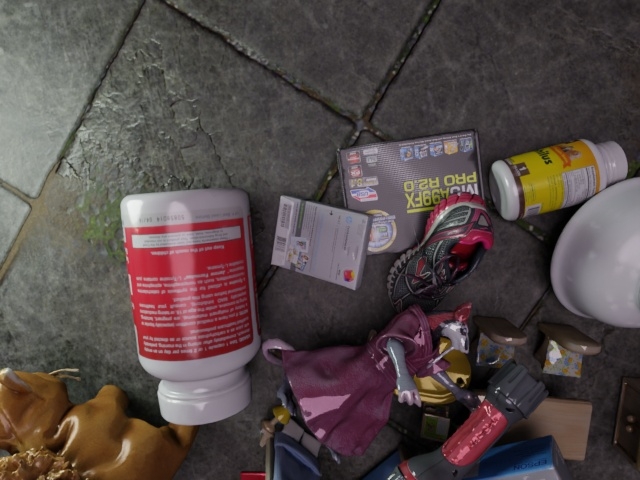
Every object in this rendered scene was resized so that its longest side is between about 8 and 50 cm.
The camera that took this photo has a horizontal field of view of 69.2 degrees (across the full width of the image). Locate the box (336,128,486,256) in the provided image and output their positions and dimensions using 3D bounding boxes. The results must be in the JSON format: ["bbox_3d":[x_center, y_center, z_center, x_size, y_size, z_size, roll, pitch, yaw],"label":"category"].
[{"bbox_3d":[0.178,-0.090,0.907,0.270,0.060,0.216,-7,96,4],"label":"box"}]

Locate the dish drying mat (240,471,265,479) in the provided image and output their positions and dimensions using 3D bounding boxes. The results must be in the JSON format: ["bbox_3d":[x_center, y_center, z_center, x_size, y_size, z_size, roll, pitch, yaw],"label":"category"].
[{"bbox_3d":[-0.134,0.527,1.023,0.083,0.008,0.032,-1,96,4],"label":"dish drying mat"}]

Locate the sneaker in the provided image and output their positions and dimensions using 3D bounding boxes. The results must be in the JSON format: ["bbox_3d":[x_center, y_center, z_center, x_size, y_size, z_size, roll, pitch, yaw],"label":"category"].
[{"bbox_3d":[0.209,0.055,0.849,0.120,0.112,0.299,9,131,-11],"label":"sneaker"}]

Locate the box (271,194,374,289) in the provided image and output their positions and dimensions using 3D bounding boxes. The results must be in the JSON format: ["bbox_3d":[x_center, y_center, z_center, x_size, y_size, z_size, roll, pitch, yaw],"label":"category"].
[{"bbox_3d":[0.000,0.000,0.901,0.186,0.038,0.145,15,105,24],"label":"box"}]

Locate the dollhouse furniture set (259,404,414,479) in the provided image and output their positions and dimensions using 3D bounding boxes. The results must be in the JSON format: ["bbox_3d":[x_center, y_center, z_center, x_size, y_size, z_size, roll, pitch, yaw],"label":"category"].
[{"bbox_3d":[0.036,0.454,0.865,0.198,0.286,0.303,-44,104,7],"label":"dollhouse furniture set"}]

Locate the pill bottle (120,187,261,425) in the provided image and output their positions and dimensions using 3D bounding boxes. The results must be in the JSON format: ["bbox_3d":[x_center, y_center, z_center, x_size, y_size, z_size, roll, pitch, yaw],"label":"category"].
[{"bbox_3d":[-0.231,0.111,0.870,0.229,0.229,0.408,-4,96,4],"label":"pill bottle"}]

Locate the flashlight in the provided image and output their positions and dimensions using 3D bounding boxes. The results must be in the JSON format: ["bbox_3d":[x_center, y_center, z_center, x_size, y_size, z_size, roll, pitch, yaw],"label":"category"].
[{"bbox_3d":[0.233,0.323,0.748,0.103,0.103,0.304,44,87,-2],"label":"flashlight"}]

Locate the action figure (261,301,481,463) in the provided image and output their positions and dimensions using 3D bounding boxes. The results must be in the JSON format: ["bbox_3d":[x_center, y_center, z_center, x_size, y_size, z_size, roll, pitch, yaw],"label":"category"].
[{"bbox_3d":[0.122,0.221,0.854,0.370,0.276,0.248,-40,137,1],"label":"action figure"}]

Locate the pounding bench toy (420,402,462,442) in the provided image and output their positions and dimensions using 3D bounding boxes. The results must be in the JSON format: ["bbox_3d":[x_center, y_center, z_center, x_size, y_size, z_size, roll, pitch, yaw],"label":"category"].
[{"bbox_3d":[0.250,0.371,0.949,0.083,0.065,0.052,8,98,13],"label":"pounding bench toy"}]

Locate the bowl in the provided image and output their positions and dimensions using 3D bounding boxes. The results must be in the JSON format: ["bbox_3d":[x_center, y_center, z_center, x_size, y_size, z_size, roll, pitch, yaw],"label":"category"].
[{"bbox_3d":[0.580,0.046,0.815,0.297,0.134,0.298,-3,114,-8],"label":"bowl"}]

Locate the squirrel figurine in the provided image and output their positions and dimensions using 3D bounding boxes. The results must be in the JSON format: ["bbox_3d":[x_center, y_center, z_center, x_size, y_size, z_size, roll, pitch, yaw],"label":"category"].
[{"bbox_3d":[-0.474,0.398,0.835,0.370,0.397,0.281,41,102,-11],"label":"squirrel figurine"}]

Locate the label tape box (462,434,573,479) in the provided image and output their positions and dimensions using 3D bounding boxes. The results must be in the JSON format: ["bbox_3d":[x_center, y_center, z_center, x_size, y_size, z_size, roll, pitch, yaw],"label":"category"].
[{"bbox_3d":[0.341,0.538,0.781,0.249,0.115,0.348,-26,83,24],"label":"label tape box"}]

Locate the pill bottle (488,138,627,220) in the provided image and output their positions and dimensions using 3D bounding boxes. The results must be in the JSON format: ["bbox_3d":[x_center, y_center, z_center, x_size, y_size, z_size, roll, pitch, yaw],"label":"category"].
[{"bbox_3d":[0.436,-0.117,0.860,0.215,0.117,0.117,-14,95,5],"label":"pill bottle"}]

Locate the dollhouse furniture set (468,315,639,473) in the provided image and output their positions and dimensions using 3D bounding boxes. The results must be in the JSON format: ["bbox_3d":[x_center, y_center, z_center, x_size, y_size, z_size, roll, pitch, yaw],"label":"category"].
[{"bbox_3d":[0.478,0.361,0.843,0.394,0.256,0.362,5,97,3],"label":"dollhouse furniture set"}]

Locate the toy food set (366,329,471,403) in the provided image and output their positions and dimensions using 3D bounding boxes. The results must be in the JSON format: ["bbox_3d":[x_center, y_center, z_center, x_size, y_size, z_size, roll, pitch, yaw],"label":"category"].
[{"bbox_3d":[0.188,0.252,0.941,0.217,0.071,0.128,9,80,12],"label":"toy food set"}]
